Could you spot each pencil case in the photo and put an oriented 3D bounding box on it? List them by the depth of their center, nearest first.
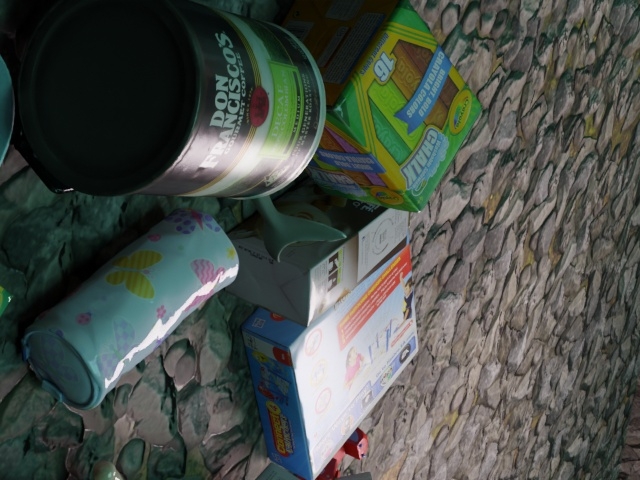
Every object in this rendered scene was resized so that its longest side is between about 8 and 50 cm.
[{"bbox_3d":[-0.212,0.076,1.579,0.273,0.114,0.124,-44,152,-37],"label":"pencil case"}]

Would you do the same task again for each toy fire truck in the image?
[{"bbox_3d":[0.035,0.382,2.190,0.192,0.135,0.047,-49,146,-31],"label":"toy fire truck"}]

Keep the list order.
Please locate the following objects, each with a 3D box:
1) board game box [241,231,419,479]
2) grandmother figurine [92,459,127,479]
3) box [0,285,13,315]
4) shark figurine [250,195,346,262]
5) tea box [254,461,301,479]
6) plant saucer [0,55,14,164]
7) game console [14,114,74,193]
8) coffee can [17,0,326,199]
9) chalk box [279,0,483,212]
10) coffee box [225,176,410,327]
[{"bbox_3d":[0.024,0.149,2.063,0.308,0.086,0.301,-47,145,-34],"label":"board game box"},{"bbox_3d":[-0.305,0.339,1.628,0.208,0.104,0.342,-43,156,10],"label":"grandmother figurine"},{"bbox_3d":[-0.377,0.067,1.363,0.105,0.043,0.179,-61,152,-13],"label":"box"},{"bbox_3d":[-0.066,-0.114,1.580,0.116,0.278,0.166,-32,133,7],"label":"shark figurine"},{"bbox_3d":[-0.009,0.555,1.981,0.220,0.324,0.329,-48,156,-36],"label":"tea box"},{"bbox_3d":[-0.365,-0.105,1.269,0.195,0.037,0.194,-38,139,-43],"label":"plant saucer"},{"bbox_3d":[-0.250,-0.115,1.430,0.122,0.107,0.071,-18,152,-54],"label":"game console"},{"bbox_3d":[-0.141,-0.143,1.397,0.275,0.202,0.201,-2,111,-65],"label":"coffee can"},{"bbox_3d":[0.070,-0.159,1.760,0.289,0.179,0.180,45,68,-42],"label":"chalk box"},{"bbox_3d":[0.000,0.000,1.862,0.246,0.141,0.098,-36,139,-43],"label":"coffee box"}]
